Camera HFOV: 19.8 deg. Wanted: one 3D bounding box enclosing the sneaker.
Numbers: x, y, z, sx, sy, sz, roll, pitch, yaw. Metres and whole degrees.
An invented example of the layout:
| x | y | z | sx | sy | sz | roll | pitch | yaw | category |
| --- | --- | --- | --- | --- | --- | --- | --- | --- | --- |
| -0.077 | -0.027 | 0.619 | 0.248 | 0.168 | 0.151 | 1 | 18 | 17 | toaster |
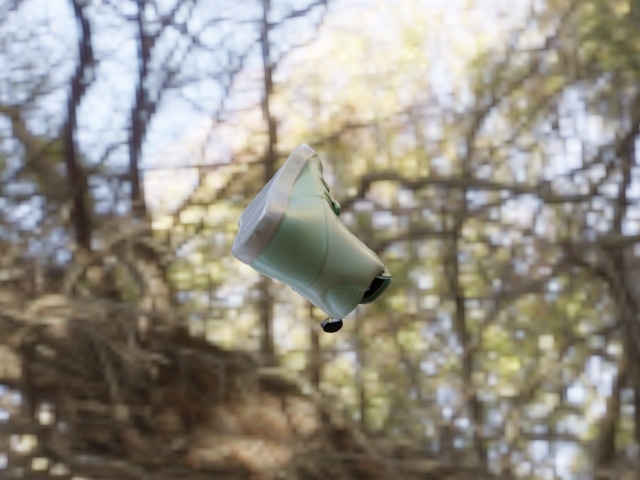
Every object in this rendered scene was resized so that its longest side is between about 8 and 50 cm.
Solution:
| x | y | z | sx | sy | sz | roll | pitch | yaw | category |
| --- | --- | --- | --- | --- | --- | --- | --- | --- | --- |
| 0.000 | 0.001 | 1.814 | 0.151 | 0.094 | 0.256 | 36 | -159 | -8 | sneaker |
